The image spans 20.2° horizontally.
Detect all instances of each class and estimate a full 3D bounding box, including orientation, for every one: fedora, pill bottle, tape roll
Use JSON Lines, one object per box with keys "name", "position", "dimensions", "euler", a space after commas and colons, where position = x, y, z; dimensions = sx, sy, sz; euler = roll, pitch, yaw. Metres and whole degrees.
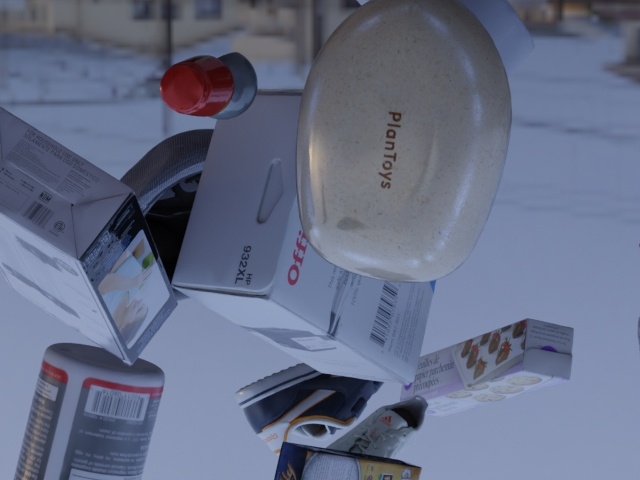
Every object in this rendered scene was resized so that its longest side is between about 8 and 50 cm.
{"name": "fedora", "position": [-0.164, -0.050, 2.281], "dimensions": [0.275, 0.243, 0.124], "euler": [-25, -132, -17]}
{"name": "pill bottle", "position": [-0.307, 0.286, 2.315], "dimensions": [0.161, 0.283, 0.161], "euler": [14, -176, -1]}
{"name": "tape roll", "position": [0.119, -0.244, 1.879], "dimensions": [0.219, 0.072, 0.219], "euler": [41, 175, 4]}

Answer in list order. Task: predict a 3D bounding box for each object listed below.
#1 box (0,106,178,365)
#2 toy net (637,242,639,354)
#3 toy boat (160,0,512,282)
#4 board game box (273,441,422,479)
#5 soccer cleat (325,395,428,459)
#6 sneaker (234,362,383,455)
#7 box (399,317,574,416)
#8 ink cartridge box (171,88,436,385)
{"name": "box", "position": [-0.249, 0.002, 1.767], "dimensions": [0.169, 0.087, 0.290], "euler": [31, 162, 17]}
{"name": "toy net", "position": [0.430, 0.065, 2.213], "dimensions": [0.045, 0.122, 0.232], "euler": [-17, -149, 37]}
{"name": "toy boat", "position": [0.016, -0.113, 1.624], "dimensions": [0.318, 0.267, 0.148], "euler": [15, -170, 13]}
{"name": "board game box", "position": [0.007, 0.335, 1.826], "dimensions": [0.165, 0.243, 0.042], "euler": [15, 177, -41]}
{"name": "soccer cleat", "position": [0.055, 0.222, 1.954], "dimensions": [0.068, 0.076, 0.196], "euler": [41, -150, 10]}
{"name": "sneaker", "position": [0.024, 0.232, 2.795], "dimensions": [0.321, 0.127, 0.126], "euler": [-23, 173, -29]}
{"name": "box", "position": [0.190, 0.153, 2.117], "dimensions": [0.067, 0.063, 0.324], "euler": [14, 163, -20]}
{"name": "ink cartridge box", "position": [0.000, 0.000, 1.900], "dimensions": [0.129, 0.223, 0.307], "euler": [5, 163, 33]}
